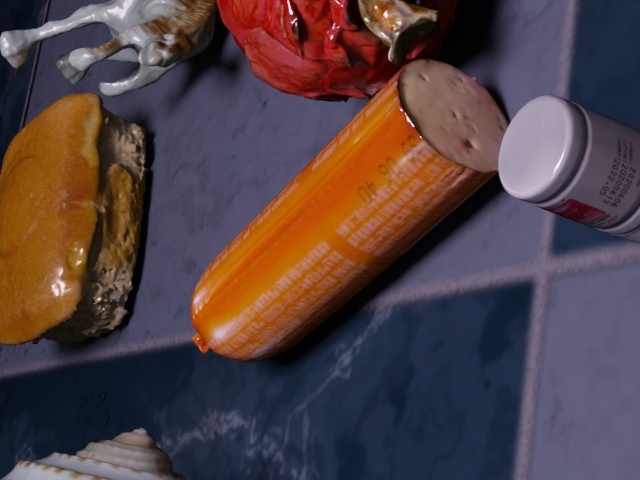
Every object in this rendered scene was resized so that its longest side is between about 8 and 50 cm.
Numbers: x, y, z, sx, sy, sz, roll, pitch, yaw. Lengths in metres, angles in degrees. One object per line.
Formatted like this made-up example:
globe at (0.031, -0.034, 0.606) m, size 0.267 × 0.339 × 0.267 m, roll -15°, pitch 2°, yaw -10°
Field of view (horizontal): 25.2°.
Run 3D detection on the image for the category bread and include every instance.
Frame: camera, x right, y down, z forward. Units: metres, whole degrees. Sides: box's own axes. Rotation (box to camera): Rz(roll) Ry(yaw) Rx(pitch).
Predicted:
bread at (-0.245, -0.013, 1.372) m, size 0.174 × 0.121 × 0.246 m, roll -27°, pitch 50°, yaw 52°

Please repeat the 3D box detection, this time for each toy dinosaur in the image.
toy dinosaur at (-0.185, -0.210, 1.373) m, size 0.205 × 0.092 × 0.393 m, roll -18°, pitch 22°, yaw 15°

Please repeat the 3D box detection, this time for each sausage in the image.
sausage at (0.000, 0.000, 0.990) m, size 0.312 × 0.093 × 0.093 m, roll -43°, pitch 41°, yaw 41°

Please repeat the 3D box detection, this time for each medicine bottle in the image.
medicine bottle at (0.147, -0.037, 0.765) m, size 0.058 × 0.091 × 0.058 m, roll -35°, pitch 46°, yaw 47°

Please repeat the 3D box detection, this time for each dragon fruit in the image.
dragon fruit at (0.014, -0.175, 0.973) m, size 0.172 × 0.172 × 0.209 m, roll -63°, pitch 6°, yaw 16°

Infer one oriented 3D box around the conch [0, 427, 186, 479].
conch at (-0.109, 0.286, 0.910) m, size 0.303 × 0.215 × 0.319 m, roll -6°, pitch 94°, yaw 59°
